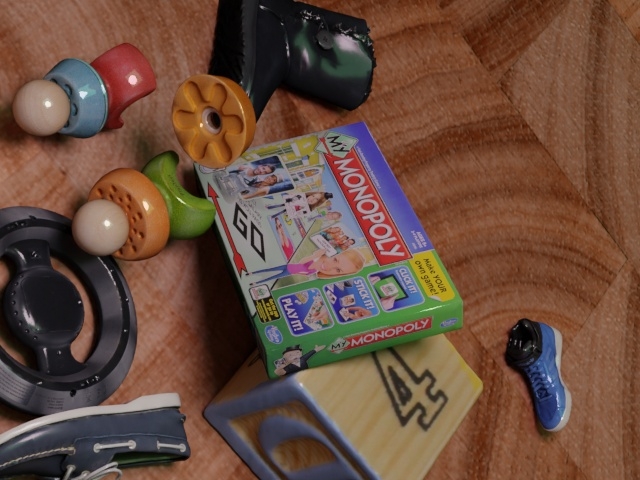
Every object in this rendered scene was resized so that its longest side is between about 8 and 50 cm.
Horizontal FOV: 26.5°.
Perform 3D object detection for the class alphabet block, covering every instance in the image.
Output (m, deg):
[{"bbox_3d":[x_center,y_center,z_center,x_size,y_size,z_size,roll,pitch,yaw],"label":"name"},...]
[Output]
[{"bbox_3d":[0.028,0.179,1.523,0.193,0.192,0.197,51,50,-13],"label":"alphabet block"}]

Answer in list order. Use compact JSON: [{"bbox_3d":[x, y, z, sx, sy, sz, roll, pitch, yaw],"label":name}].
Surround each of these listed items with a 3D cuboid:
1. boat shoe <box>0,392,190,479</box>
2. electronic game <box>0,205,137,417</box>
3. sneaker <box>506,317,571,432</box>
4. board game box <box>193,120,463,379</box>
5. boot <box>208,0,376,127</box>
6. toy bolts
[{"bbox_3d":[-0.237,0.214,1.371,0.254,0.095,0.079,-5,71,-51],"label":"boat shoe"},{"bbox_3d":[-0.288,0.072,1.409,0.229,0.048,0.229,23,54,-35],"label":"electronic game"},{"bbox_3d":[0.284,0.176,1.801,0.084,0.058,0.152,23,57,-36],"label":"sneaker"},{"bbox_3d":[0.000,0.000,1.494,0.213,0.046,0.317,-15,44,-11],"label":"board game box"},{"bbox_3d":[-0.029,-0.203,1.677,0.207,0.094,0.246,20,57,-26],"label":"boot"},{"bbox_3d":[-0.209,-0.111,1.428,0.228,0.218,0.158,51,38,11],"label":"toy bolts"}]
